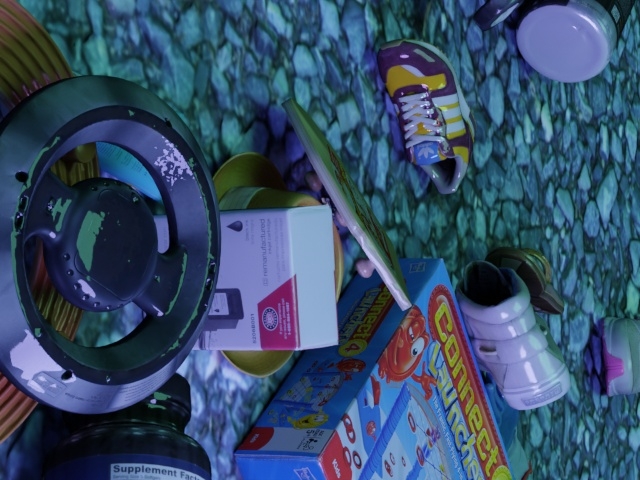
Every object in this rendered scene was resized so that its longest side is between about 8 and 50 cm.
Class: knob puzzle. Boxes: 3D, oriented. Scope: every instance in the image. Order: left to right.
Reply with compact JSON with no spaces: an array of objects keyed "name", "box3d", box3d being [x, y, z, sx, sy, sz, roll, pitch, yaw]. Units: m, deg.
[{"name":"knob puzzle","box3d":[0.013,-0.040,1.589,0.213,0.030,0.213,58,7,-12]}]

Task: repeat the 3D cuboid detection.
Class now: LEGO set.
[{"name":"LEGO set","box3d":[0.001,0.001,1.643,0.083,0.023,0.054,-76,151,-51]}]

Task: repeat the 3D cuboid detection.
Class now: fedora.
[{"name":"fedora","box3d":[-0.033,0.019,1.517,0.194,0.079,0.194,7,82,-60]}]

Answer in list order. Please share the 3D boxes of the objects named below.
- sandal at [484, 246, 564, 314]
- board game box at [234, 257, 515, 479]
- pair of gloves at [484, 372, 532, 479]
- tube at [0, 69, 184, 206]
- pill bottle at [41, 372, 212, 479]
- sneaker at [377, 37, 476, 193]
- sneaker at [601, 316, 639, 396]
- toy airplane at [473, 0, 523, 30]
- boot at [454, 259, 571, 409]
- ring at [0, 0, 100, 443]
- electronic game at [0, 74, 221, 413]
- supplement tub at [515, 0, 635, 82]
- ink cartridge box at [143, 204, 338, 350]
[{"name":"sandal","box3d":[0.231,0.037,1.985,0.180,0.072,0.049,41,63,-59]},{"name":"board game box","box3d":[0.066,0.225,1.665,0.302,0.086,0.308,-55,133,-47]},{"name":"pair of gloves","box3d":[0.186,0.232,1.940,0.198,0.023,0.159,-53,132,-49]},{"name":"tube","box3d":[-0.159,-0.084,1.341,0.207,0.052,0.080,25,73,-60]},{"name":"pill bottle","box3d":[-0.136,0.204,1.259,0.123,0.123,0.219,39,41,-52]},{"name":"sneaker","box3d":[0.107,-0.124,1.787,0.185,0.069,0.084,50,41,-45]},{"name":"sneaker","box3d":[0.435,0.140,2.295,0.252,0.111,0.103,-13,99,-60]},{"name":"toy airplane","box3d":[0.285,-0.388,1.888,0.386,0.272,0.384,24,42,-32]},{"name":"boot","box3d":[0.179,0.071,1.792,0.258,0.095,0.123,-129,-164,-74]},{"name":"ring","box3d":[-0.247,-0.004,1.137,0.336,0.032,0.336,-14,108,-53]},{"name":"electronic game","box3d":[-0.150,0.003,1.209,0.229,0.048,0.229,-2,92,-49]},{"name":"supplement tub","box3d":[0.309,-0.283,2.107,0.190,0.117,0.117,-60,137,-43]},{"name":"ink cartridge box","box3d":[-0.066,0.030,1.389,0.063,0.150,0.109,-7,93,-56]}]
